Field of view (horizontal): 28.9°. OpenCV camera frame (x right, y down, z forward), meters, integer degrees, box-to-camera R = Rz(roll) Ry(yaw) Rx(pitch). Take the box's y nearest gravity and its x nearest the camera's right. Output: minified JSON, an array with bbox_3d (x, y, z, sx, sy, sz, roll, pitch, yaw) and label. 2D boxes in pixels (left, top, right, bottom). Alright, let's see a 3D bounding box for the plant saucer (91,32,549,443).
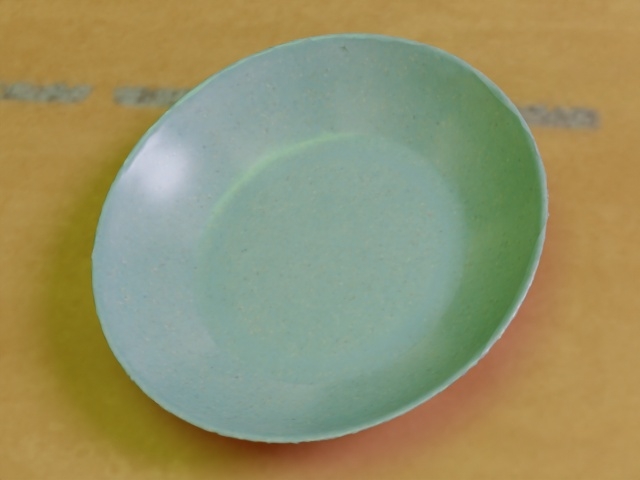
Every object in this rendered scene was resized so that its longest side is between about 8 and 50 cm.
[{"bbox_3d":[0.000,0.000,0.524,0.194,0.037,0.195,-8,57,13],"label":"plant saucer"}]
